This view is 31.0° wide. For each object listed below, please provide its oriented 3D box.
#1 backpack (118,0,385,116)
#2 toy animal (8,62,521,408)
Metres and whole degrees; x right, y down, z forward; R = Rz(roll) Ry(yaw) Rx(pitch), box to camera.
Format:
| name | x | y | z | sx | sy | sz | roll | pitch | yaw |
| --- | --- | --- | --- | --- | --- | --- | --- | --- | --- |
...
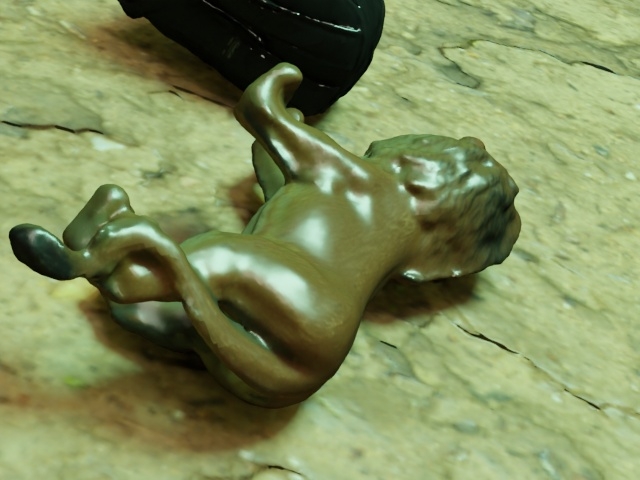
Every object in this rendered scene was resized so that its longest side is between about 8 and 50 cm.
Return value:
| name | x | y | z | sx | sy | sz | roll | pitch | yaw |
| --- | --- | --- | --- | --- | --- | --- | --- | --- | --- |
| backpack | -0.037 | -0.158 | 0.748 | 0.165 | 0.120 | 0.106 | 39 | 39 | 0 |
| toy animal | 0.000 | 0.000 | 0.572 | 0.157 | 0.097 | 0.312 | 34 | 38 | 10 |
